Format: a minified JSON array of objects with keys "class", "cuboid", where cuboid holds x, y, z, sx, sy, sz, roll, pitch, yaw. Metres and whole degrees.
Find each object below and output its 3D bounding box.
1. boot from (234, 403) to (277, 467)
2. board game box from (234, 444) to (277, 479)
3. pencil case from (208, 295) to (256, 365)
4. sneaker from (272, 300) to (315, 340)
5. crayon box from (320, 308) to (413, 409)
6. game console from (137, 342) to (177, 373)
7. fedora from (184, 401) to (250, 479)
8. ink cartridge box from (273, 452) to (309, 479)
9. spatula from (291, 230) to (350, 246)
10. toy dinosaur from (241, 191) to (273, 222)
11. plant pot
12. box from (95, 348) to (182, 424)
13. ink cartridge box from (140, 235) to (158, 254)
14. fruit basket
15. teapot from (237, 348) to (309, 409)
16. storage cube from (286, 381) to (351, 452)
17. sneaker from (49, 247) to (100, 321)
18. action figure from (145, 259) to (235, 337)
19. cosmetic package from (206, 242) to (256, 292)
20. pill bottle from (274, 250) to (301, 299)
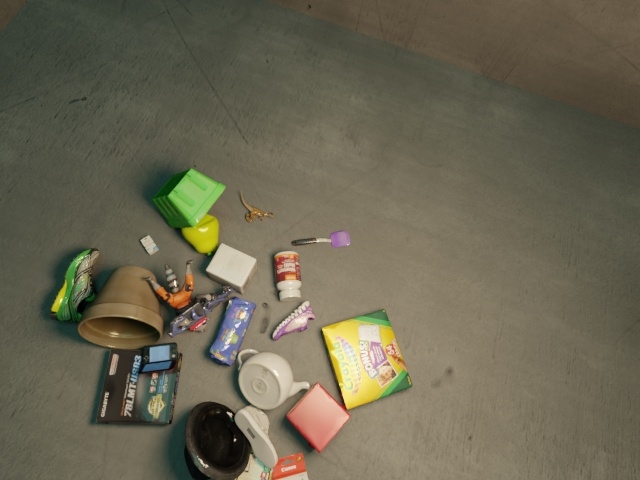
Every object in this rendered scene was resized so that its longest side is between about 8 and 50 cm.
[{"class":"boot","cuboid":[-0.238,0.794,1.678,0.095,0.123,0.258,-46,72,21]},{"class":"board game box","cuboid":[-0.269,0.951,1.654,0.146,0.045,0.194,11,68,7]},{"class":"pencil case","cuboid":[-0.397,0.400,1.819,0.133,0.119,0.306,31,65,-26]},{"class":"sneaker","cuboid":[-0.116,0.388,1.879,0.236,0.095,0.105,-39,86,-20]},{"class":"crayon box","cuboid":[0.202,0.534,1.849,0.312,0.106,0.363,-15,72,-12]},{"class":"game console","cuboid":[-0.680,0.491,1.699,0.143,0.085,0.124,-4,68,-10]},{"class":"fedora","cuboid":[-0.433,0.813,1.598,0.334,0.334,0.152,45,104,10]},{"class":"ink cartridge box","cuboid":[-0.120,0.991,1.669,0.145,0.045,0.180,-9,73,-11]},{"class":"spatula","cuboid":[0.000,0.000,2.071,0.296,0.030,0.084,-4,69,-8]},{"class":"toy dinosaur","cuboid":[-0.345,-0.152,2.081,0.211,0.064,0.112,29,50,-5]},{"class":"plant pot","cuboid":[-0.829,0.273,1.741,0.322,0.323,0.281,-1,53,-7]},{"class":"box","cuboid":[-0.761,0.618,1.721,0.292,0.073,0.296,5,68,-6]},{"class":"ink cartridge box","cuboid":[-0.826,0.023,1.963,0.048,0.028,0.083,-34,77,-18]},{"class":"fruit basket","cuboid":[-0.580,-0.128,1.921,0.391,0.392,0.283,31,69,5]},{"class":"teapot","cuboid":[-0.218,0.577,1.745,0.252,0.187,0.256,-23,93,26]},{"class":"storage cube","cuboid":[-0.013,0.735,1.706,0.193,0.184,0.215,42,71,11]},{"class":"sneaker","cuboid":[-1.066,0.201,1.827,0.146,0.134,0.344,16,77,-8]},{"class":"action figure","cuboid":[-0.567,0.249,1.799,0.341,0.178,0.331,-29,112,-34]},{"class":"cosmetic package","cuboid":[-0.413,0.136,1.904,0.183,0.151,0.152,26,67,2]},{"class":"pill bottle","cuboid":[-0.154,0.172,1.937,0.121,0.121,0.222,-4,69,-9]}]
